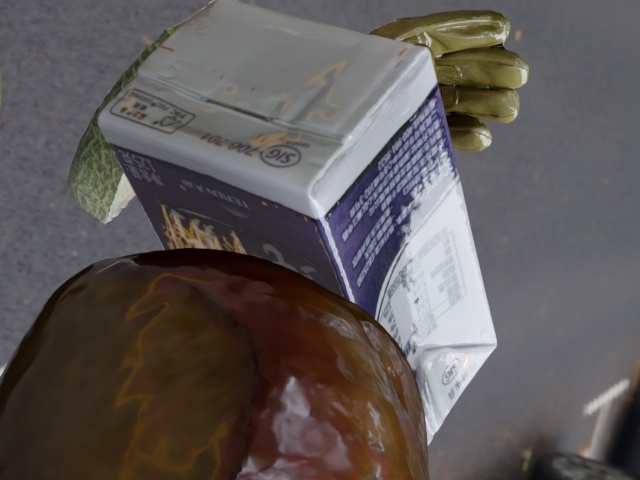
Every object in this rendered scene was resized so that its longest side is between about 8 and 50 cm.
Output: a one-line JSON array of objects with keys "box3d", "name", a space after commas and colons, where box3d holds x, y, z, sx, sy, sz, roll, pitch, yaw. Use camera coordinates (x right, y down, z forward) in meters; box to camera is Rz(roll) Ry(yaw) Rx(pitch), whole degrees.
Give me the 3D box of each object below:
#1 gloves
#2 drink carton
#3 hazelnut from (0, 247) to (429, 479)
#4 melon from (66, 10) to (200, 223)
[{"box3d": [0.053, -0.120, 1.224, 0.331, 0.141, 0.154, -39, 131, 15], "name": "gloves"}, {"box3d": [-0.001, 0.000, 0.628, 0.102, 0.134, 0.222, -53, 143, -27], "name": "drink carton"}, {"box3d": [-0.048, 0.125, 0.493, 0.229, 0.229, 0.229, -44, 141, -51], "name": "hazelnut"}, {"box3d": [-0.131, -0.101, 0.939, 0.098, 0.054, 0.182, -36, 162, -47], "name": "melon"}]
